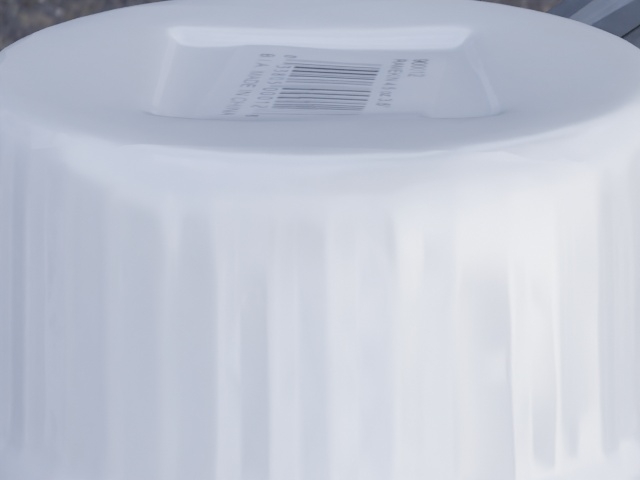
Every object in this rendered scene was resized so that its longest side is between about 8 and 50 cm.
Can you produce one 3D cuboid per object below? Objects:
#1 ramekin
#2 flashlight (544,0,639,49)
[{"bbox_3d":[0.000,0.000,0.684,0.277,0.135,0.277,0,19,0],"label":"ramekin"},{"bbox_3d":[0.163,-0.115,0.881,0.103,0.304,0.103,29,40,-40],"label":"flashlight"}]
